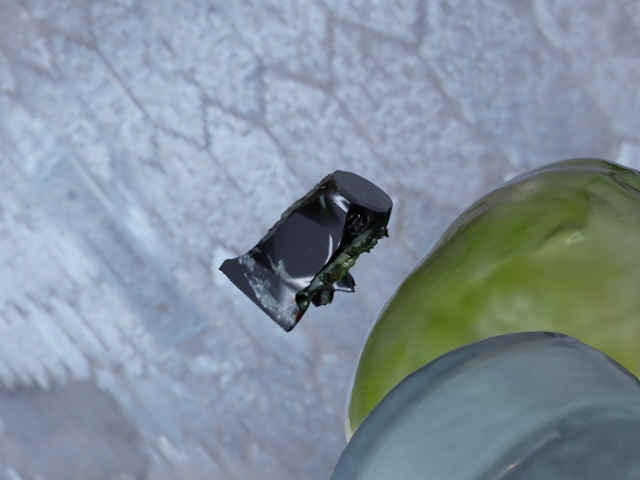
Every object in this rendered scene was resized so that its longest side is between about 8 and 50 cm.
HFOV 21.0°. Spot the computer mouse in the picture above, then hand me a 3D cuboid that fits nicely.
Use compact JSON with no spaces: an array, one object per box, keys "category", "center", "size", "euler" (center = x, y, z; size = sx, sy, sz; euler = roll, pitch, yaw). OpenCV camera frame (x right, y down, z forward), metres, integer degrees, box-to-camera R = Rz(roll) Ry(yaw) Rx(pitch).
[{"category":"computer mouse","center":[0.086,0.133,0.501],"size":[0.231,0.128,0.079],"euler":[62,163,-8]}]

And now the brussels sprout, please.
[{"category":"brussels sprout","center":[0.154,0.109,1.079],"size":[0.242,0.274,0.316],"euler":[40,-147,-69]}]

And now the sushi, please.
[{"category":"sushi","center":[0.000,0.000,1.000],"size":[0.056,0.083,0.085],"euler":[41,-162,13]}]
